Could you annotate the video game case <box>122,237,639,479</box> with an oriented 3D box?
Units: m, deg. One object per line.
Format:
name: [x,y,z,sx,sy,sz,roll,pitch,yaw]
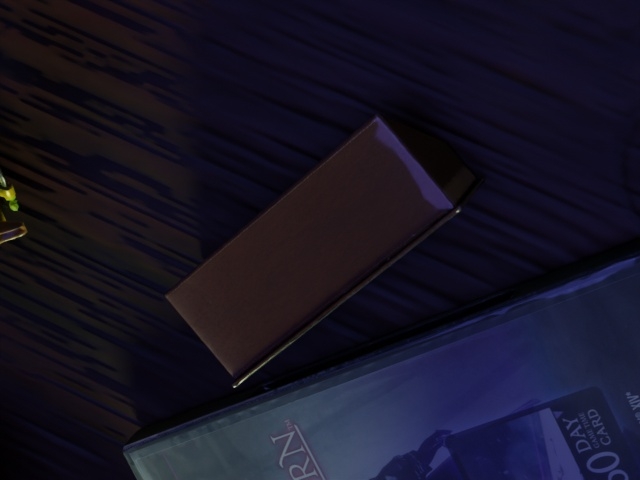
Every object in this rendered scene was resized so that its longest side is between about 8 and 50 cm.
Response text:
video game case: [0.069,0.130,0.613,0.274,0.026,0.196,-23,101,22]

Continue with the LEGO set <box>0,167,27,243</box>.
LEGO set: [-0.269,-0.098,0.585,0.331,0.192,0.255,0,138,20]

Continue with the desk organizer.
desk organizer: [0.000,0.000,0.576,0.130,0.047,0.050,-39,92,25]
